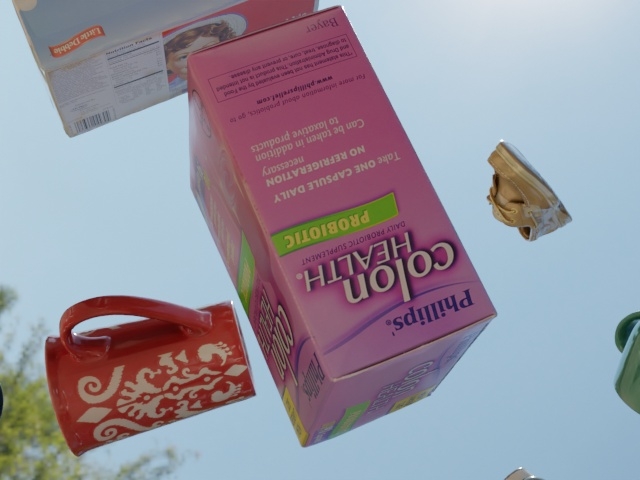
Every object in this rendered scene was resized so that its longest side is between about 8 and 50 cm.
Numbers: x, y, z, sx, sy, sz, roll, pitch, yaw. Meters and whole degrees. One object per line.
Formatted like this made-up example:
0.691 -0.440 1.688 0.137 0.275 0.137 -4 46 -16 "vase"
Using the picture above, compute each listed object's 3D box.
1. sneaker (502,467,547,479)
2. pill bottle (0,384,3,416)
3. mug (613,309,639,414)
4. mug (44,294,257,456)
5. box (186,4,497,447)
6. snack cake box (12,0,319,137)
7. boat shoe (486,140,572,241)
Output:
0.218 0.346 1.267 0.086 0.192 0.064 18 -46 47 "sneaker"
-0.524 0.214 1.386 0.123 0.219 0.122 -2 -94 33 "pill bottle"
0.378 0.125 1.150 0.158 0.129 0.097 26 -62 27 "mug"
-0.150 0.113 0.956 0.150 0.169 0.113 87 -12 -71 "mug"
0.000 0.000 0.779 0.213 0.117 0.243 106 -39 -68 "box"
-0.136 -0.205 0.995 0.152 0.264 0.089 104 -39 -71 "snack cake box"
0.190 -0.038 1.021 0.059 0.170 0.063 -39 -124 10 "boat shoe"
